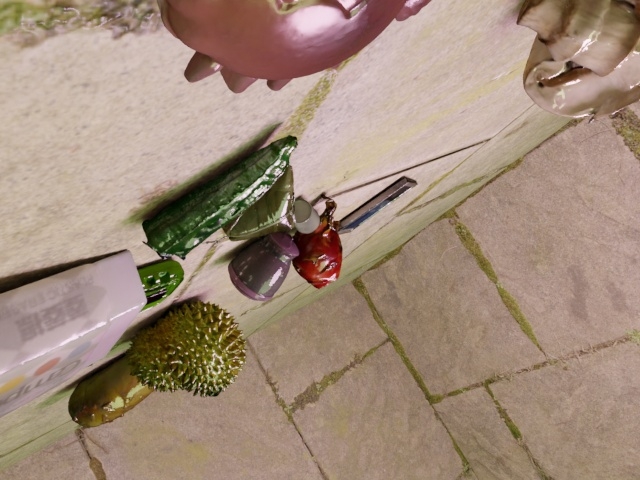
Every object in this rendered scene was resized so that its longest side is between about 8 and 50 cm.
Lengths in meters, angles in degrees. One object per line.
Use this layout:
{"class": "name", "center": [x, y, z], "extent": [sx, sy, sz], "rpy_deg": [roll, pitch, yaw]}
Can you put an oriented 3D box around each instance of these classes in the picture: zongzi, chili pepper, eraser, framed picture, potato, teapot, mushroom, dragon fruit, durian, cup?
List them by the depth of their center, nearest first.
{"class": "eraser", "center": [-0.401, 0.152, 0.587], "extent": [0.213, 0.082, 0.397], "rpy_deg": [-46, 171, 34]}
{"class": "chili pepper", "center": [-0.119, -0.061, 0.635], "extent": [0.227, 0.059, 0.088], "rpy_deg": [-36, 165, 12]}
{"class": "mushroom", "center": [0.369, -0.305, 0.658], "extent": [0.254, 0.195, 0.189], "rpy_deg": [115, 1, -62]}
{"class": "zongzi", "center": [-0.114, -0.054, 0.767], "extent": [0.154, 0.062, 0.130], "rpy_deg": [-13, 144, -14]}
{"class": "cup", "center": [-0.043, -0.051, 0.974], "extent": [0.083, 0.074, 0.055], "rpy_deg": [52, 59, -77]}
{"class": "teapot", "center": [-0.106, 0.046, 1.059], "extent": [0.146, 0.116, 0.148], "rpy_deg": [-47, 162, 15]}
{"class": "dragon fruit", "center": [0.000, 0.000, 1.088], "extent": [0.246, 0.125, 0.125], "rpy_deg": [103, 8, -48]}
{"class": "durian", "center": [-0.309, 0.259, 1.211], "extent": [0.291, 0.225, 0.291], "rpy_deg": [5, 166, 1]}
{"class": "potato", "center": [-0.540, 0.398, 1.370], "extent": [0.298, 0.141, 0.176], "rpy_deg": [-30, 179, -6]}
{"class": "framed picture", "center": [0.153, -0.096, 1.417], "extent": [0.260, 0.023, 0.189], "rpy_deg": [-36, 172, 18]}

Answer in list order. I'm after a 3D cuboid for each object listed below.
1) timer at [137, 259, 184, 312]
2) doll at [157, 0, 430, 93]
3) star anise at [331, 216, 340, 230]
{"class": "timer", "center": [-0.298, 0.085, 0.831], "extent": [0.140, 0.047, 0.128], "rpy_deg": [-21, 165, -49]}
{"class": "doll", "center": [-0.001, -0.174, 0.327], "extent": [0.262, 0.093, 0.211], "rpy_deg": [-24, 164, -38]}
{"class": "star anise", "center": [-0.012, -0.004, 1.237], "extent": [0.167, 0.057, 0.168], "rpy_deg": [-27, 167, -7]}
